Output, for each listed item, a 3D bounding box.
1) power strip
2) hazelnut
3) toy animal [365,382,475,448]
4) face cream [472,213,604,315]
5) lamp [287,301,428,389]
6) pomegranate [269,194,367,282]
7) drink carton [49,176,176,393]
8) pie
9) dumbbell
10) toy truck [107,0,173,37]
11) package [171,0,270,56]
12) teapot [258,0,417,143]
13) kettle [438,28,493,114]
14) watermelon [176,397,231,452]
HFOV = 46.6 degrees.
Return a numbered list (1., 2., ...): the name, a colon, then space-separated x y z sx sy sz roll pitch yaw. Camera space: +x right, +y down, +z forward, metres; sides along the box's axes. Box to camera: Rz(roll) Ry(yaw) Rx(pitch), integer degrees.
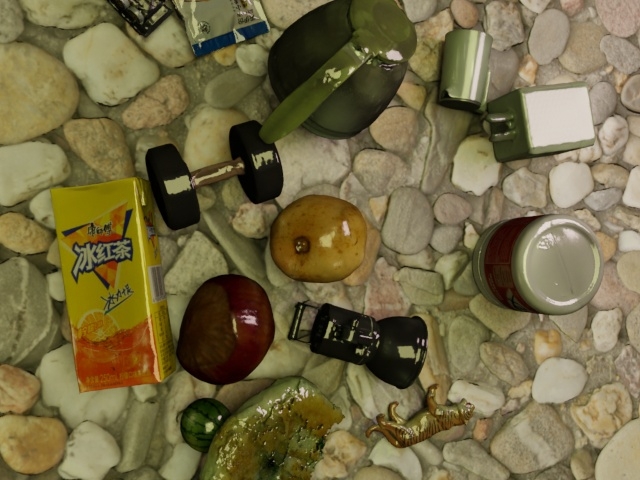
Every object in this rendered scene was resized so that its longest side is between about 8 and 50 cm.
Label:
1. power strip: 0.434 -0.242 1.546 0.224 0.140 0.139 -9 92 -16
2. hazelnut: -0.175 0.169 1.352 0.170 0.160 0.201 34 117 -1
3. toy animal: 0.204 0.361 1.499 0.241 0.057 0.099 -21 95 -17
4. face cream: 0.441 0.049 1.513 0.201 0.187 0.201 1 88 -17
5. lamp: 0.073 0.187 1.408 0.228 0.172 0.147 17 85 -17
6. pomegranate: 0.000 0.000 1.391 0.196 0.196 0.196 1 88 -17
7. drink carton: -0.358 0.074 1.292 0.155 0.111 0.351 -8 91 2
8. pie: -0.090 0.431 1.357 0.297 0.078 0.371 9 89 -39
9. dumbbell: -0.192 -0.119 1.345 0.218 0.152 0.152 -19 94 -17
10. toy truck: -0.357 -0.465 1.339 0.192 0.092 0.083 46 77 -19
11. package: -0.196 -0.455 1.411 0.171 0.027 0.173 -28 100 -26
12. teapot: 0.025 -0.328 1.328 0.322 0.239 0.239 -15 78 -38
13. kettle: 0.301 -0.348 1.543 0.098 0.127 0.147 7 89 15
14. watermelon: -0.209 0.333 1.356 0.109 0.109 0.108 1 88 -17
